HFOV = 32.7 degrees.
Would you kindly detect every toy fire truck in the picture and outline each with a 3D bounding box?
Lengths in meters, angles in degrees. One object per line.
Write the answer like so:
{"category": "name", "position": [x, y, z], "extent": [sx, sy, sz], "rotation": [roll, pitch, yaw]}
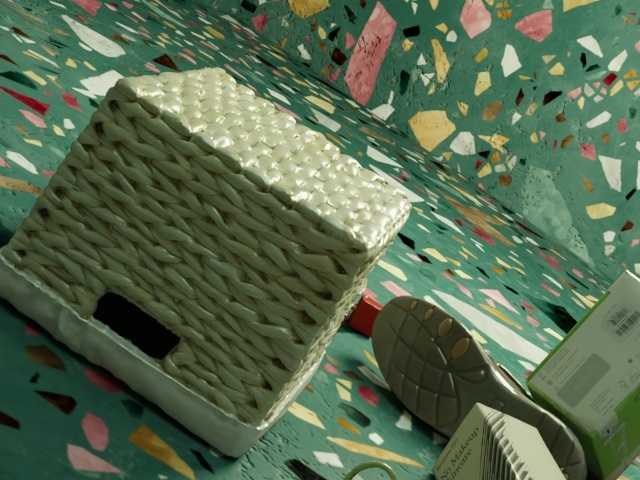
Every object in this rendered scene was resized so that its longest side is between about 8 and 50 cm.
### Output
{"category": "toy fire truck", "position": [-0.002, 0.083, 1.554], "extent": [0.192, 0.047, 0.135], "rotation": [31, 15, 1]}

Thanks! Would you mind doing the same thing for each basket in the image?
{"category": "basket", "position": [-0.111, 0.002, 1.183], "extent": [0.328, 0.266, 0.331], "rotation": [34, 17, 5]}

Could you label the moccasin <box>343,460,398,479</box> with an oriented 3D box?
{"category": "moccasin", "position": [0.064, 0.274, 0.898], "extent": [0.147, 0.139, 0.380], "rotation": [40, 17, 32]}

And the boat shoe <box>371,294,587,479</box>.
{"category": "boat shoe", "position": [0.201, 0.216, 1.434], "extent": [0.355, 0.132, 0.130], "rotation": [47, 1, 31]}

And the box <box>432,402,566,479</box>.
{"category": "box", "position": [0.212, 0.298, 1.171], "extent": [0.094, 0.113, 0.275], "rotation": [26, 15, -17]}

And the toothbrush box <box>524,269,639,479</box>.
{"category": "toothbrush box", "position": [0.411, 0.200, 1.510], "extent": [0.122, 0.206, 0.283], "rotation": [41, -7, 32]}
